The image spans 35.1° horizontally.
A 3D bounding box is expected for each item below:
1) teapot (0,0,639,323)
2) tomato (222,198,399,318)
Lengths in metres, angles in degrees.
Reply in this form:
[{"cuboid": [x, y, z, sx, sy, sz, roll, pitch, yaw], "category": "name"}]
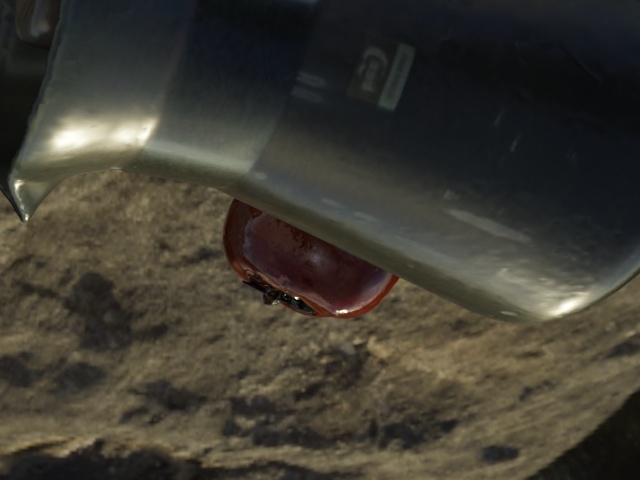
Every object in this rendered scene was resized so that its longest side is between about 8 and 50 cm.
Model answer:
[{"cuboid": [0.024, -0.119, 0.529, 0.344, 0.253, 0.300, 10, 93, -27], "category": "teapot"}, {"cuboid": [0.000, 0.000, 0.978, 0.187, 0.151, 0.187, 25, 162, 9], "category": "tomato"}]
